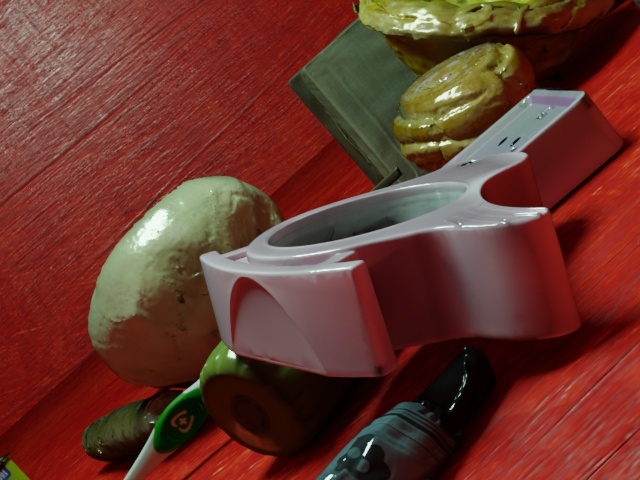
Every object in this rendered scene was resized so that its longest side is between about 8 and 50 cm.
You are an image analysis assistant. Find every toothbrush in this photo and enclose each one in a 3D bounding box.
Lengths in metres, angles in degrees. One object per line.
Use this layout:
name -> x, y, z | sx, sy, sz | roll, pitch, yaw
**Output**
toothbrush -> -0.133, 0.170, 1.113 | 0.418, 0.042, 0.040 | -53, 15, -5

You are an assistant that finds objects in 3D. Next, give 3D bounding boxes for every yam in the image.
yam -> -0.228, 0.233, 1.367 | 0.071, 0.067, 0.317 | -60, 14, -27

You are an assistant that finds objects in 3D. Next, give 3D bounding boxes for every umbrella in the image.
umbrella -> 0.024, 0.148, 0.644 | 0.250, 0.052, 0.053 | -39, -7, -37

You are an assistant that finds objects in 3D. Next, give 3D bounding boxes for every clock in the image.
clock -> 0.085, 0.009, 0.787 | 0.275, 0.080, 0.290 | -22, 13, -26
clock -> 0.189, -0.073, 1.044 | 0.150, 0.063, 0.197 | -41, 8, 3

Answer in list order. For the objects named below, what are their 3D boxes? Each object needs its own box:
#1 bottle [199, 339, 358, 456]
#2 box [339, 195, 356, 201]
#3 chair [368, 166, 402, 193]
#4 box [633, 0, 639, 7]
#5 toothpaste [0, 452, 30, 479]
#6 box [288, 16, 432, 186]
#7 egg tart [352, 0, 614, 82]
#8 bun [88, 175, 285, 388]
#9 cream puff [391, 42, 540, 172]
bottle -> 0.004, 0.066, 0.972 | 0.112, 0.112, 0.260 | -33, 13, 47
box -> 0.000, 0.000, 1.623 | 0.152, 0.048, 0.100 | -44, 10, -7
chair -> 0.034, 0.028, 1.151 | 0.221, 0.104, 0.095 | -33, 29, 36
box -> 0.445, -0.345, 1.378 | 0.125, 0.043, 0.089 | -39, 8, 11
toothpaste -> -0.445, 0.401, 1.322 | 0.077, 0.110, 0.327 | -34, 10, 32
box -> 0.087, -0.193, 1.584 | 0.155, 0.231, 0.149 | -43, 8, -7
egg tart -> 0.208, -0.279, 1.428 | 0.345, 0.132, 0.345 | -2, 24, 1
bun -> -0.125, 0.065, 1.262 | 0.287, 0.146, 0.287 | -35, -37, -31
cream puff -> 0.169, -0.137, 1.255 | 0.189, 0.129, 0.189 | -29, 15, 8
